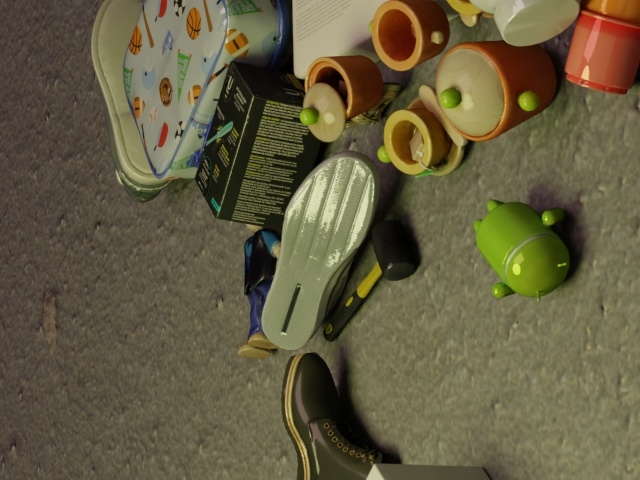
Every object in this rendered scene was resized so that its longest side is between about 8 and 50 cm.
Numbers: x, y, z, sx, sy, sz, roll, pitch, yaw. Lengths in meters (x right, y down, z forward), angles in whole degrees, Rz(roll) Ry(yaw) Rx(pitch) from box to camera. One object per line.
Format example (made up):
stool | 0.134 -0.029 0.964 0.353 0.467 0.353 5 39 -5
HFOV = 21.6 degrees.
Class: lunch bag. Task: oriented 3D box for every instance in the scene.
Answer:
lunch bag | -0.148 -0.224 2.127 0.303 0.115 0.243 -64 38 37

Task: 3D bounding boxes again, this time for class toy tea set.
toy tea set | 0.089 -0.159 1.682 0.336 0.124 0.200 -34 78 50

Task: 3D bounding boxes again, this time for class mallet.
mallet | 0.051 0.061 1.849 0.190 0.039 0.062 -61 36 39

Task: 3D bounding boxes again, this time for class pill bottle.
pill bottle | 0.166 -0.271 1.514 0.103 0.103 0.184 -46 55 45

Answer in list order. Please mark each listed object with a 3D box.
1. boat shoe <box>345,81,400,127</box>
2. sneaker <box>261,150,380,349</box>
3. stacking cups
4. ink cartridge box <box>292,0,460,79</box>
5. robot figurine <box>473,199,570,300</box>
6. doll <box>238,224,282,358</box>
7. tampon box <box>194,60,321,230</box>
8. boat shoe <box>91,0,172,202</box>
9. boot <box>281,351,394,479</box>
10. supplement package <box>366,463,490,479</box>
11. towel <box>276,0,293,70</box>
boat shoe | 0.051 -0.151 1.875 0.135 0.050 0.045 171 100 -68
sneaker | 0.000 0.000 1.873 0.258 0.094 0.091 -64 -3 31
stacking cups | 0.288 -0.286 1.475 0.096 0.096 0.316 31 112 56
ink cartridge box | 0.065 -0.342 1.865 0.296 0.066 0.261 -22 66 55
robot figurine | 0.192 0.008 1.592 0.101 0.067 0.115 -57 39 18
doll | -0.070 0.042 2.031 0.129 0.046 0.189 135 139 -58
tampon box | -0.069 -0.112 1.989 0.120 0.101 0.161 -121 45 -59
boat shoe | -0.258 -0.200 2.320 0.099 0.116 0.320 113 150 -59
boot | 0.031 0.214 1.823 0.137 0.076 0.198 -16 84 52
supplement package | 0.087 0.355 1.633 0.139 0.133 0.244 54 129 48
towel | -0.042 -0.286 2.070 0.152 0.023 0.113 -47 46 44
